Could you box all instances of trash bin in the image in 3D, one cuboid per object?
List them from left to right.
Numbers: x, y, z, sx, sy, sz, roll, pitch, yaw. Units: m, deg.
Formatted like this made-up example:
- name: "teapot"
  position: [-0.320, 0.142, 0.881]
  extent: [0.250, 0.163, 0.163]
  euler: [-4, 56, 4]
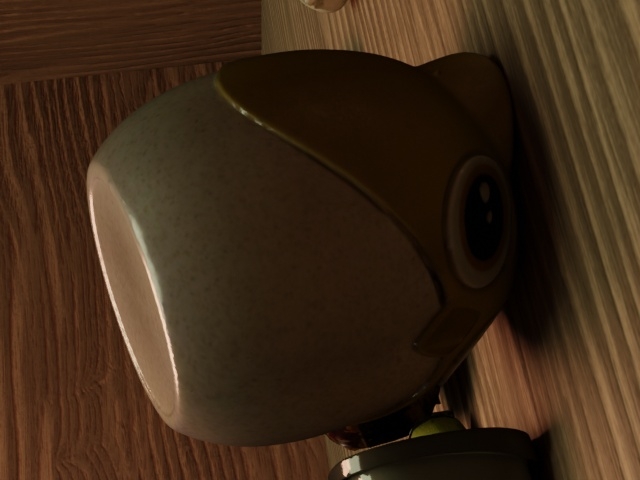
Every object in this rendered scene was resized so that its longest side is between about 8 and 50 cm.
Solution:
- name: "trash bin"
  position: [0.147, 0.344, 1.093]
  extent: [0.220, 0.219, 0.250]
  euler: [95, 160, -69]

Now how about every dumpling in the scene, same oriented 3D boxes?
- name: "dumpling"
  position: [0.011, -0.498, 1.854]
  extent: [0.155, 0.111, 0.181]
  euler: [-56, 37, 29]

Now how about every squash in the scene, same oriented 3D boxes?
- name: "squash"
  position: [0.180, 0.312, 1.303]
  extent: [0.188, 0.095, 0.095]
  euler: [-121, 24, -63]

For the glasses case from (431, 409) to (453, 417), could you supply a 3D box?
- name: "glasses case"
  position: [0.164, 0.354, 1.572]
  extent: [0.272, 0.062, 0.095]
  euler: [96, 165, -61]

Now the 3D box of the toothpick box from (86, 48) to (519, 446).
- name: "toothpick box"
  position: [0.000, 0.000, 1.080]
  extent: [0.409, 0.425, 0.409]
  euler: [51, 151, 43]

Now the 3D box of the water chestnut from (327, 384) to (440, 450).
- name: "water chestnut"
  position: [0.035, 0.152, 1.449]
  extent: [0.300, 0.300, 0.300]
  euler: [173, 90, -83]
